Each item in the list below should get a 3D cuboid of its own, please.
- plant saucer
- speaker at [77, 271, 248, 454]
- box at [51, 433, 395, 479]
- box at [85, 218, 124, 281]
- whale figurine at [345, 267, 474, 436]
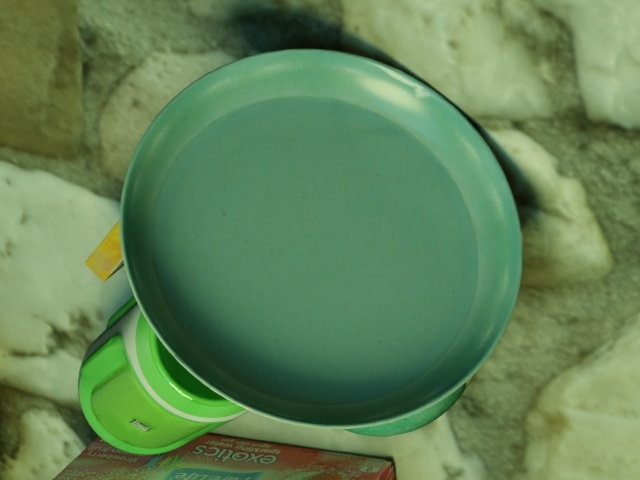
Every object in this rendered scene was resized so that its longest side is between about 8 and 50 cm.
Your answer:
[{"bbox_3d":[0.000,0.000,1.457,0.317,0.317,0.043,38,155,6],"label":"plant saucer"},{"bbox_3d":[-0.124,0.107,1.580,0.131,0.131,0.296,49,159,-2],"label":"speaker"},{"bbox_3d":[-0.087,0.278,1.712,0.300,0.142,0.154,6,116,25],"label":"box"},{"bbox_3d":[-0.145,-0.028,1.628,0.028,0.081,0.136,43,125,3],"label":"box"},{"bbox_3d":[0.000,0.058,1.559,0.272,0.141,0.216,30,125,15],"label":"whale figurine"}]
